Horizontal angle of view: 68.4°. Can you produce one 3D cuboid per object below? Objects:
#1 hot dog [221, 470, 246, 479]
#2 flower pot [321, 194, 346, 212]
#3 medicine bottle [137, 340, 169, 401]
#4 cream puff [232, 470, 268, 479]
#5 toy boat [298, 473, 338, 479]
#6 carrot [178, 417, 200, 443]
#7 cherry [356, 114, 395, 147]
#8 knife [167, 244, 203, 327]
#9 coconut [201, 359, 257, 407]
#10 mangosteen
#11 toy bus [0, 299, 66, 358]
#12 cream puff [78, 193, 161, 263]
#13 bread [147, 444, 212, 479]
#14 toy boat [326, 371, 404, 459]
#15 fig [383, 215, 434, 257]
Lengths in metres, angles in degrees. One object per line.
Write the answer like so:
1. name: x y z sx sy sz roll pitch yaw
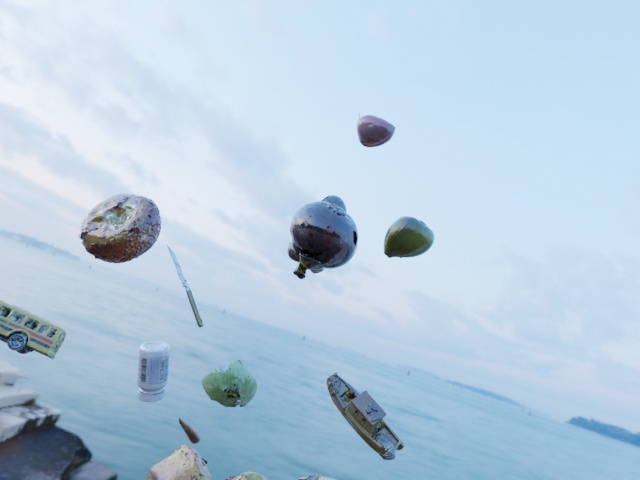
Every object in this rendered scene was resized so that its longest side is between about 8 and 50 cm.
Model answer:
1. hot dog: -0.393 1.040 1.983 0.249 0.076 0.102 -21 -19 -6
2. flower pot: 0.034 -0.126 2.473 0.157 0.243 0.189 41 30 -6
3. medicine bottle: -0.582 0.454 1.639 0.102 0.187 0.103 5 5 0
4. cream puff: -0.259 0.918 1.572 0.185 0.282 0.282 39 0 29
5. toy boat: 0.034 0.901 1.652 0.115 0.090 0.310 6 -8 -42
6. carrot: -0.548 0.784 1.953 0.048 0.048 0.216 13 -42 25
7. cherry: 0.162 -0.341 1.465 0.126 0.087 0.106 12 -28 52
8. knife: -0.443 0.144 1.536 0.017 0.298 0.047 -27 -15 8
9. coconut: -0.241 0.396 1.283 0.157 0.133 0.055 17 15 -22
10. mangosteen: 0.007 -0.011 2.032 0.329 0.330 0.330 18 -11 4
11. toy bus: -0.988 0.264 1.483 0.335 0.123 0.121 28 -26 -8
12. cream puff: -0.593 -0.031 1.411 0.239 0.240 0.164 15 -32 16
13. bread: -0.522 0.967 1.777 0.204 0.337 0.358 -7 -5 -34
14. toy boat: 0.136 0.553 1.507 0.321 0.089 0.122 44 -39 27
15. fig: 0.384 0.001 2.108 0.203 0.225 0.203 44 1 -1
